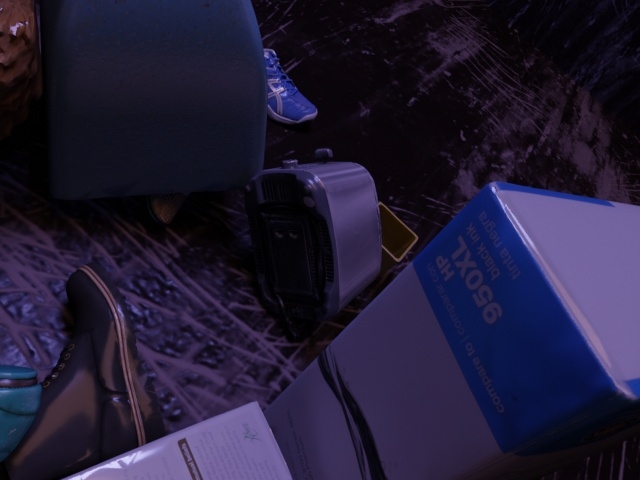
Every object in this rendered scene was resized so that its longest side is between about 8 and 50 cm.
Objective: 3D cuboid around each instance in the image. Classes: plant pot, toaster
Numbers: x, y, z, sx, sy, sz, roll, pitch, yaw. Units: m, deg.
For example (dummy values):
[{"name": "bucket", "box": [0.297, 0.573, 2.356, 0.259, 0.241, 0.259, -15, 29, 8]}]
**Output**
[{"name": "plant pot", "box": [-0.194, -0.227, 0.619, 0.247, 0.252, 0.248, -7, 53, -23]}, {"name": "plant pot", "box": [0.080, 0.009, 0.816, 0.081, 0.083, 0.081, 44, 41, 4]}, {"name": "toaster", "box": [0.000, 0.000, 0.700, 0.146, 0.129, 0.227, -28, 115, -50]}]

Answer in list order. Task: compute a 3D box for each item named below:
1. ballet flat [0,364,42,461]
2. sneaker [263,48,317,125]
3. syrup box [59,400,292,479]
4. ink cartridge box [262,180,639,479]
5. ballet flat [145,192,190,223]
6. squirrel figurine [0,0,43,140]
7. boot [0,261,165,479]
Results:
[{"name": "ballet flat", "box": [-0.340, 0.120, 0.400, 0.247, 0.083, 0.087, 11, 79, -3]}, {"name": "sneaker", "box": [-0.092, -0.279, 0.946, 0.211, 0.081, 0.080, 32, 40, -11]}, {"name": "syrup box", "box": [-0.148, 0.227, 0.447, 0.237, 0.093, 0.096, -10, 61, -41]}, {"name": "ink cartridge box", "box": [0.157, 0.145, 0.520, 0.285, 0.395, 0.166, 4, 50, -35]}, {"name": "ballet flat", "box": [-0.191, -0.112, 0.725, 0.067, 0.073, 0.206, -14, 55, 5]}, {"name": "squirrel figurine", "box": [-0.448, -0.226, 0.452, 0.370, 0.281, 0.397, -7, 72, -25]}, {"name": "boot", "box": [-0.240, 0.118, 0.497, 0.137, 0.077, 0.198, -13, 60, -35]}]
